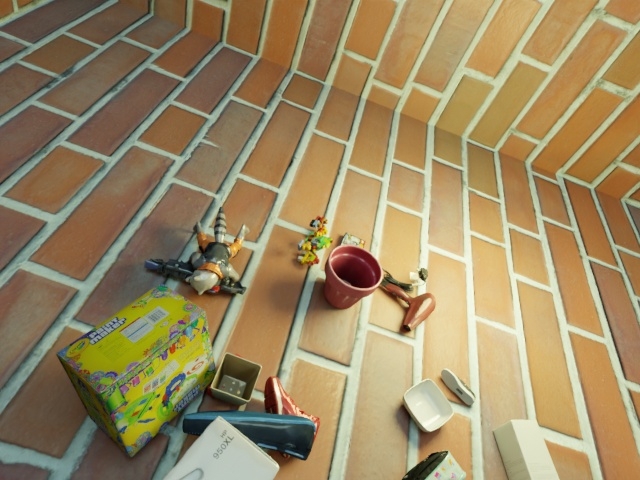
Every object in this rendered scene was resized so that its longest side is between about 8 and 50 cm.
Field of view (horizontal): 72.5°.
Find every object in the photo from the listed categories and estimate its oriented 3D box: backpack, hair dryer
[{"bbox_3d":[0.310,0.675,1.192,0.144,0.166,0.188,43,52,16],"label":"backpack"},{"bbox_3d":[0.330,0.227,1.680,0.223,0.080,0.294,-1,44,-2],"label":"hair dryer"}]

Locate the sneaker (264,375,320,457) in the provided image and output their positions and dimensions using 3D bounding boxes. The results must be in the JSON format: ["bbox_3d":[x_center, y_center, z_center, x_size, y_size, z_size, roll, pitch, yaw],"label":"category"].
[{"bbox_3d":[-0.081,0.498,1.265,0.128,0.087,0.221,-1,63,-33],"label":"sneaker"}]

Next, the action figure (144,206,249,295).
[{"bbox_3d":[-0.399,0.041,1.468,0.341,0.179,0.330,13,38,-14],"label":"action figure"}]

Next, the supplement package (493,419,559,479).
[{"bbox_3d":[0.641,0.671,1.371,0.105,0.105,0.179,7,49,-16],"label":"supplement package"}]

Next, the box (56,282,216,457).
[{"bbox_3d":[-0.439,0.320,1.103,0.177,0.279,0.290,25,42,26],"label":"box"}]

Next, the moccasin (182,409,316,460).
[{"bbox_3d":[-0.182,0.503,1.109,0.341,0.138,0.117,7,77,-4],"label":"moccasin"}]

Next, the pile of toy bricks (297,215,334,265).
[{"bbox_3d":[0.000,0.000,1.686,0.105,0.118,0.212,16,44,19],"label":"pile of toy bricks"}]

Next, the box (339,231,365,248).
[{"bbox_3d":[0.124,0.036,1.777,0.093,0.027,0.137,24,46,-1],"label":"box"}]

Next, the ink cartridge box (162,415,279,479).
[{"bbox_3d":[-0.262,0.581,0.887,0.166,0.395,0.285,34,47,10],"label":"ink cartridge box"}]

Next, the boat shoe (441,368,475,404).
[{"bbox_3d":[0.474,0.499,1.501,0.142,0.049,0.040,49,32,20],"label":"boat shoe"}]

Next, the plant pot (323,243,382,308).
[{"bbox_3d":[0.098,0.145,1.564,0.201,0.180,0.201,11,47,-12],"label":"plant pot"}]

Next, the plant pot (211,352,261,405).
[{"bbox_3d":[-0.239,0.393,1.201,0.109,0.096,0.109,23,45,-5],"label":"plant pot"}]

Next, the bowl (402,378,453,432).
[{"bbox_3d":[0.339,0.536,1.405,0.142,0.053,0.142,-17,58,-34],"label":"bowl"}]

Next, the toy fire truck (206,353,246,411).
[{"bbox_3d":[-0.252,0.436,1.261,0.135,0.047,0.192,34,46,9],"label":"toy fire truck"}]
